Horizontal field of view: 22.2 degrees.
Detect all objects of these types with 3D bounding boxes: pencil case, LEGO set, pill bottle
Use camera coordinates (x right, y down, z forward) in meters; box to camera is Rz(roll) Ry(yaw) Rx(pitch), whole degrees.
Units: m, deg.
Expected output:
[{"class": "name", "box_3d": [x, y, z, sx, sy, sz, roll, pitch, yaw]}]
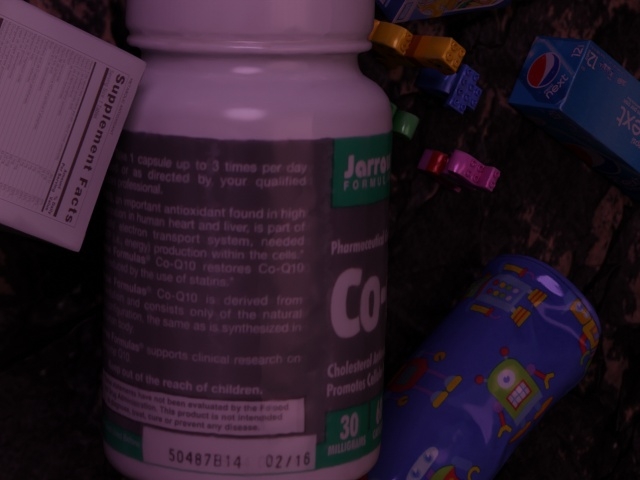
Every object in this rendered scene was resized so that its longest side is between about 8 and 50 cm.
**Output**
[{"class": "pencil case", "box_3d": [0.115, 0.155, 1.373, 0.133, 0.119, 0.306, 44, 69, -10]}, {"class": "LEGO set", "box_3d": [0.083, -0.121, 1.313, 0.227, 0.093, 0.087, 31, 78, -38]}, {"class": "pill bottle", "box_3d": [-0.053, -0.016, 1.149, 0.204, 0.204, 0.361, -7, 103, -38]}]

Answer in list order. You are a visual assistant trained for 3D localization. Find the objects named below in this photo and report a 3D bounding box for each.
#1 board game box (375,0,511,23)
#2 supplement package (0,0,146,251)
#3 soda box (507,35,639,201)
[{"class": "board game box", "box_3d": [0.140, -0.259, 1.288, 0.136, 0.035, 0.201, -14, 151, -36]}, {"class": "supplement package", "box_3d": [-0.257, -0.098, 1.011, 0.244, 0.134, 0.139, 24, 83, -39]}, {"class": "soda box", "box_3d": [0.266, -0.106, 1.483, 0.210, 0.067, 0.071, 31, 79, -38]}]
